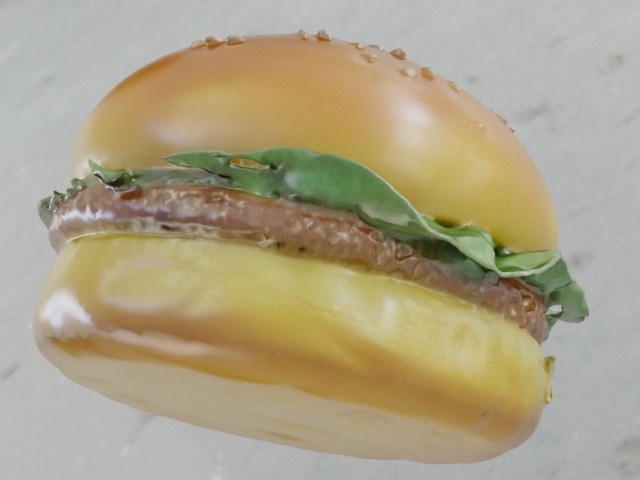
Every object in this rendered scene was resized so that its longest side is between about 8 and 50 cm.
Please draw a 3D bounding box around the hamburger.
[{"bbox_3d":[-0.001,0.000,0.563,0.246,0.246,0.170,-7,68,44],"label":"hamburger"}]
